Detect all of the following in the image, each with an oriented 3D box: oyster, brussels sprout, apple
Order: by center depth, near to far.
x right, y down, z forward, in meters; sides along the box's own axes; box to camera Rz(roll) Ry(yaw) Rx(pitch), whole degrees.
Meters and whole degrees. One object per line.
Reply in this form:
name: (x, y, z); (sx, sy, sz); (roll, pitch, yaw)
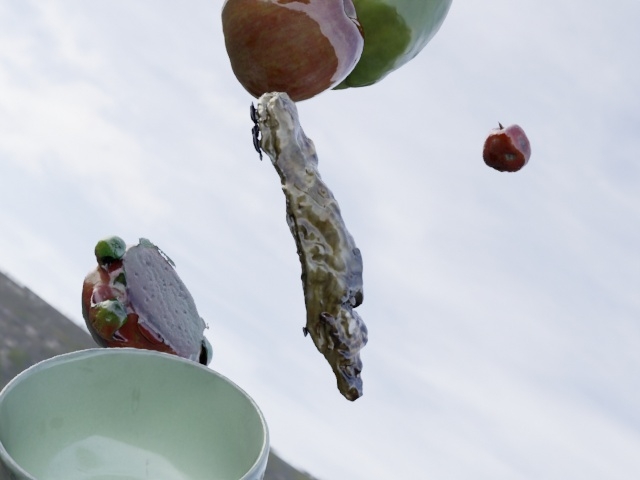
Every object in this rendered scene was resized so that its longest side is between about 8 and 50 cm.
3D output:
oyster: (0.000, -0.001, 1.274); (0.128, 0.079, 0.344); (49, 24, -78)
apple: (-0.037, -0.277, 1.602); (0.188, 0.174, 0.188); (-22, 90, -78)
brussels sprout: (0.045, -0.375, 1.880); (0.328, 0.328, 0.247); (23, -49, 31)

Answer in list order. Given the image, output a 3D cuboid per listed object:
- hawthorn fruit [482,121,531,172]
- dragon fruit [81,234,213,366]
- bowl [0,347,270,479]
hawthorn fruit: (0.320, -0.161, 2.066); (0.093, 0.093, 0.093); (31, -20, 13)
dragon fruit: (-0.300, 0.123, 2.035); (0.130, 0.268, 0.295); (-29, -75, 22)
bowl: (-0.214, 0.261, 1.350); (0.307, 0.307, 0.163); (24, -60, 31)
